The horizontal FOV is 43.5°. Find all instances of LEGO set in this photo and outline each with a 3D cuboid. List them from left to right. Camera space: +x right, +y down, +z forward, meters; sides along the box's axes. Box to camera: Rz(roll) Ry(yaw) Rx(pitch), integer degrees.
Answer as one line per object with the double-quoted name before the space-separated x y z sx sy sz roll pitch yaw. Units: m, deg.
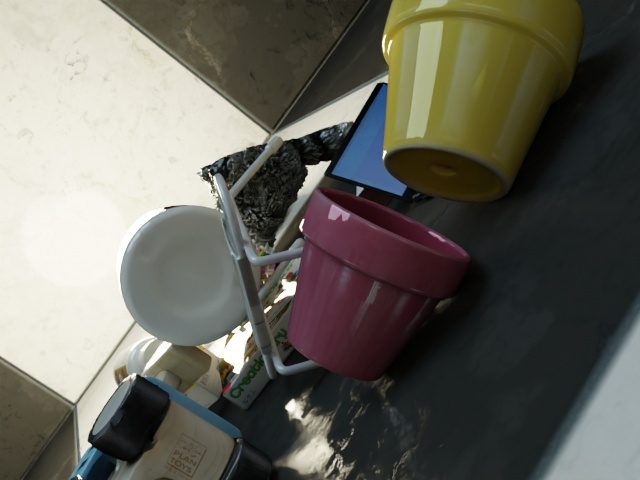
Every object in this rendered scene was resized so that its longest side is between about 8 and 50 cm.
"LEGO set" -0.109 0.104 1.583 0.287 0.107 0.132 -76 -8 -48

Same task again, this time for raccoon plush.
"raccoon plush" -0.074 -0.073 1.817 0.446 0.299 0.216 -20 -1 0

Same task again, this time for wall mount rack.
"wall mount rack" -0.067 0.019 1.181 0.130 0.350 0.304 -15 37 -7

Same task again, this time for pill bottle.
"pill bottle" -0.404 0.298 1.908 0.229 0.131 0.131 -29 27 58
"pill bottle" -0.246 0.048 1.423 0.224 0.224 0.392 -54 14 -7

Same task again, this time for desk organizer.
"desk organizer" 0.081 -0.067 1.411 0.130 0.050 0.047 -51 14 5

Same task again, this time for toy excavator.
"toy excavator" -0.255 0.310 1.179 0.445 0.222 0.433 -28 30 58

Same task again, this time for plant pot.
"plant pot" 0.052 0.057 0.955 0.201 0.201 0.180 -113 45 -74
"plant pot" 0.186 -0.188 1.024 0.254 0.254 0.239 -19 50 66

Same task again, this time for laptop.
"laptop" 0.166 -0.191 1.266 0.264 0.136 0.234 -30 27 57

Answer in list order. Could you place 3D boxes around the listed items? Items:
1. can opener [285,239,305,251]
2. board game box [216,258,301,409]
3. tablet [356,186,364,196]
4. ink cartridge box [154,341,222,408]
"can opener" 0.000 0.000 1.529 0.186 0.073 0.059 -50 -25 -2
"board game box" -0.066 0.130 1.395 0.305 0.053 0.193 -52 15 1
"tablet" 0.089 -0.120 1.607 0.054 0.006 0.083 -47 15 22
"ink cartridge box" -0.262 0.253 1.536 0.090 0.143 0.092 -44 16 32
